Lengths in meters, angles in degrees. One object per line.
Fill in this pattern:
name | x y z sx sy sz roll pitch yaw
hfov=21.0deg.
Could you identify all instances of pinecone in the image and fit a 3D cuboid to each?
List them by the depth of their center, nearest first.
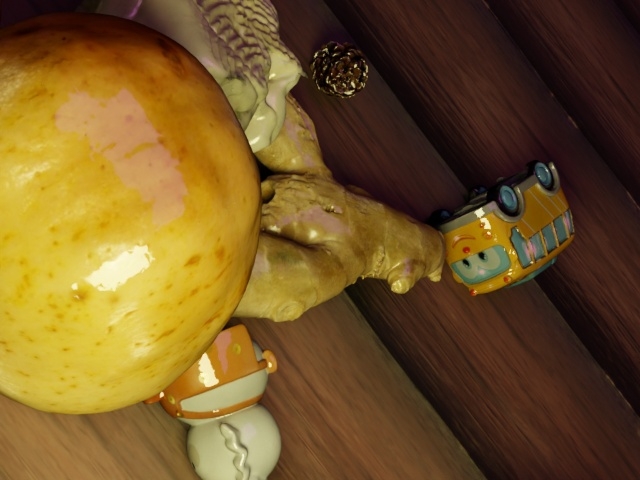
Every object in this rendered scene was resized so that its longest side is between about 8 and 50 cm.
pinecone | 0.029 -0.219 2.235 0.077 0.083 0.077 -6 105 -24

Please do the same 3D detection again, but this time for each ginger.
ginger | 0.007 0.000 2.032 0.348 0.122 0.363 30 35 -15

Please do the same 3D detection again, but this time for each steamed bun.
steamed bun | -0.169 -0.202 1.916 0.275 0.206 0.320 60 18 6

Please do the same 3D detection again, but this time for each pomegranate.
pomegranate | -0.255 -0.013 1.618 0.410 0.410 0.410 25 48 -31

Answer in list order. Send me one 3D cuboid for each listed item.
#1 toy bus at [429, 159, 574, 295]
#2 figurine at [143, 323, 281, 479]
toy bus | 0.244 -0.012 2.272 0.209 0.126 0.136 -30 95 -50
figurine | -0.096 0.170 1.804 0.271 0.143 0.143 53 40 0
